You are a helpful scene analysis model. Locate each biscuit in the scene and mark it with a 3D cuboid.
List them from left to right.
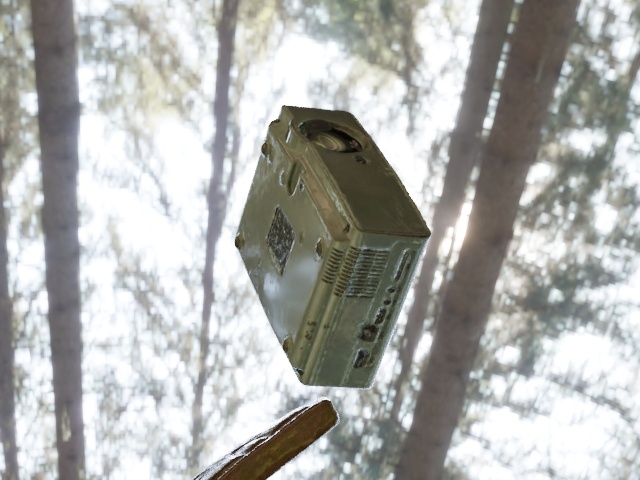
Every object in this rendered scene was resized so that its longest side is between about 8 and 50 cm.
[{"bbox_3d":[-0.080,0.194,0.989,0.182,0.215,0.034,-32,-97,-37],"label":"biscuit"}]

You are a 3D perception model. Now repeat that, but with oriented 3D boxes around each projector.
[{"bbox_3d":[0.000,0.000,0.740,0.061,0.115,0.147,6,-149,-25],"label":"projector"}]
